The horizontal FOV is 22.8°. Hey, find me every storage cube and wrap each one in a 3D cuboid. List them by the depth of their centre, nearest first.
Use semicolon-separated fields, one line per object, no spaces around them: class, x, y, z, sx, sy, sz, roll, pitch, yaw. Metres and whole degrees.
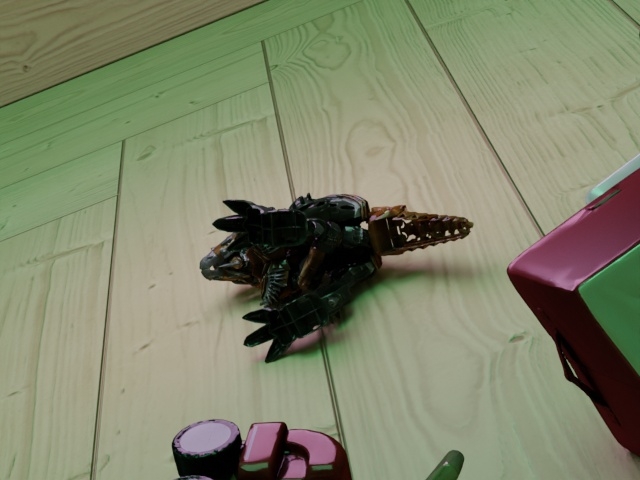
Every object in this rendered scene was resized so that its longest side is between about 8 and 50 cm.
storage cube;0.279;0.045;1.155;0.215;0.184;0.193;-34;7;-3

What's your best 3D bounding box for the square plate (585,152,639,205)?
square plate;0.417;-0.068;1.444;0.344;0.049;0.347;-37;18;13

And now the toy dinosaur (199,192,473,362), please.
toy dinosaur;0.000;0.000;1.679;0.322;0.164;0.218;-34;-3;33

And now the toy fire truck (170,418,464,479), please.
toy fire truck;-0.004;0.214;1.208;0.246;0.158;0.217;-5;25;12
